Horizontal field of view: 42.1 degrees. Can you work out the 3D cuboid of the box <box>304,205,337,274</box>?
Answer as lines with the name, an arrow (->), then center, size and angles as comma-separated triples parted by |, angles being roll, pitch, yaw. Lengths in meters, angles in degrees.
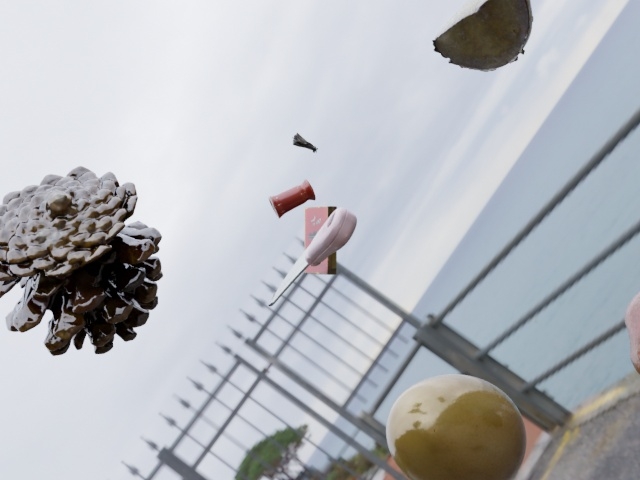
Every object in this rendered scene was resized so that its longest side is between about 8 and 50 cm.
box -> 0.000, 0.000, 1.610 | 0.090, 0.023, 0.133 | 3, 93, 57

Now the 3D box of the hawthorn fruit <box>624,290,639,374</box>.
hawthorn fruit -> 0.685, 0.165, 1.522 | 0.224, 0.224, 0.261 | -52, -4, -20

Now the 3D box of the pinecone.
pinecone -> -0.334, 0.044, 1.146 | 0.264, 0.264, 0.264 | -54, -8, -11

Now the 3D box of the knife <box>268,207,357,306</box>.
knife -> -0.026, 0.030, 1.500 | 0.336, 0.043, 0.081 | -43, 22, 54

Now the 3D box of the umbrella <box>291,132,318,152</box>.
umbrella -> -0.036, -0.216, 1.854 | 0.083, 0.031, 0.020 | 19, -44, -40

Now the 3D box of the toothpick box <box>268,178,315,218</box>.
toothpick box -> -0.051, -0.079, 1.559 | 0.083, 0.047, 0.047 | -26, -12, -7

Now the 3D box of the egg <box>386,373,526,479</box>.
egg -> 0.274, 0.397, 1.696 | 0.322, 0.250, 0.250 | 19, -69, -41

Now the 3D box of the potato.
potato -> 0.335, -0.409, 1.556 | 0.243, 0.138, 0.098 | -30, 24, 56
